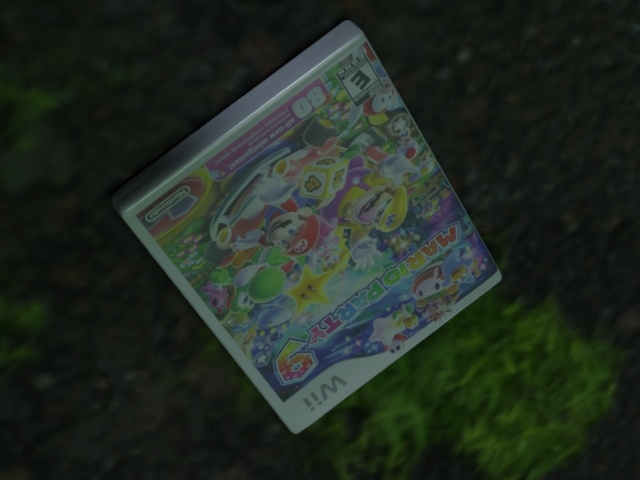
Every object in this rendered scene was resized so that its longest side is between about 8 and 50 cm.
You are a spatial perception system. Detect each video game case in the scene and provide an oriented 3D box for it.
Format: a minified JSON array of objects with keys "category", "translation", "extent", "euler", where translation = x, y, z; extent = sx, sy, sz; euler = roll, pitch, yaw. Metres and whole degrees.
[{"category":"video game case","translation":[0.000,0.000,0.572],"extent":[0.087,0.011,0.122],"euler":[-37,135,-3]}]
